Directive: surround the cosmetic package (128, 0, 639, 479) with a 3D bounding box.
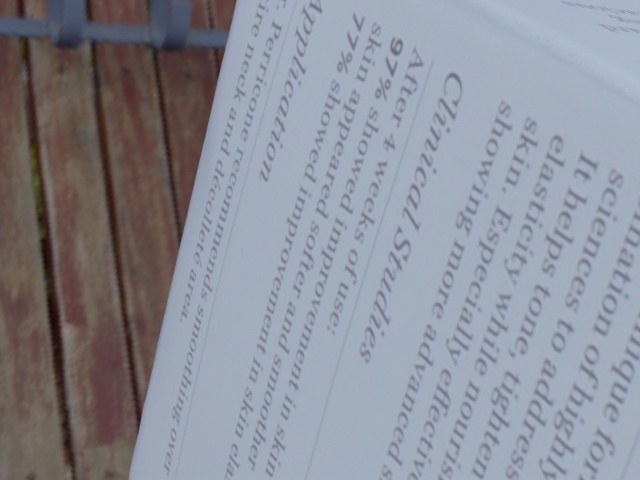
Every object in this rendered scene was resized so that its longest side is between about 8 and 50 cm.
[{"bbox_3d":[0.155,0.071,0.660,0.327,0.329,0.394,3,23,-31],"label":"cosmetic package"}]
